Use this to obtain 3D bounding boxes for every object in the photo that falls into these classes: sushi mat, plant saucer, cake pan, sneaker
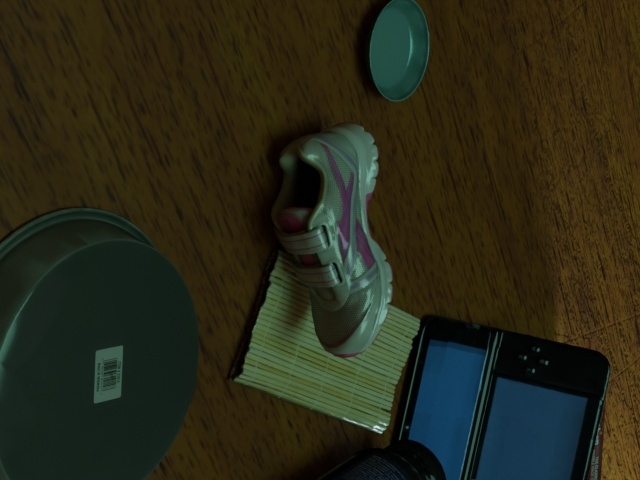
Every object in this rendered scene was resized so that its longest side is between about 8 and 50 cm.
[{"bbox_3d":[0.015,0.124,1.551,0.316,0.019,0.151,28,76,-52],"label":"sushi mat"},{"bbox_3d":[0.084,-0.220,1.546,0.119,0.021,0.119,-18,113,-50],"label":"plant saucer"},{"bbox_3d":[-0.214,0.118,1.221,0.293,0.054,0.293,-18,113,-50],"label":"cake pan"},{"bbox_3d":[0.000,0.000,1.426,0.111,0.103,0.252,-2,83,-45],"label":"sneaker"}]

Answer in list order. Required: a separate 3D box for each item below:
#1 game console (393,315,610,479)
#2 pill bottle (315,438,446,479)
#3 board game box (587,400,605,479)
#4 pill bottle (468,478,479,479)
[{"bbox_3d":[0.230,0.264,1.753,0.173,0.250,0.293,16,86,-80],"label":"game console"},{"bbox_3d":[0.048,0.314,1.558,0.219,0.122,0.123,-24,118,-47],"label":"pill bottle"},{"bbox_3d":[0.374,0.310,1.982,0.027,0.145,0.281,-3,105,-13],"label":"board game box"},{"bbox_3d":[0.149,0.370,1.658,0.169,0.094,0.094,-33,125,-29],"label":"pill bottle"}]
